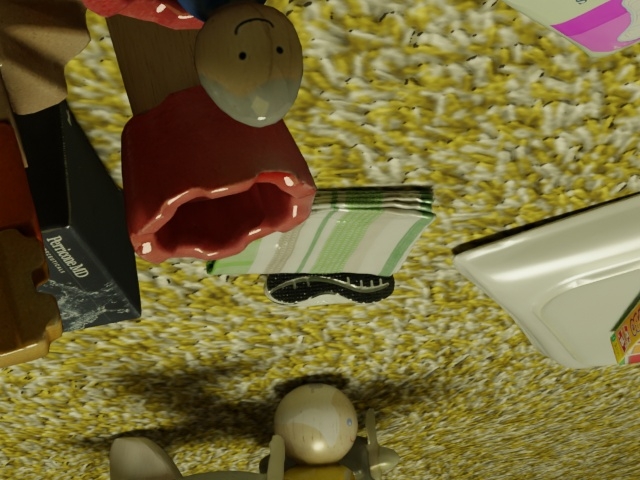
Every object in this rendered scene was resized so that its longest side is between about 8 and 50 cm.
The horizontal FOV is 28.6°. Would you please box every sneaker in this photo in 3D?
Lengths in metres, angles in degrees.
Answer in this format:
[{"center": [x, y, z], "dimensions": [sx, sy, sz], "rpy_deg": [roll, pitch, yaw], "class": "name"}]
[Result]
[{"center": [0.006, 0.033, 1.003], "dimensions": [0.109, 0.040, 0.044], "rpy_deg": [1, 171, -15], "class": "sneaker"}]

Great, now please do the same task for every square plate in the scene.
[{"center": [0.328, 0.033, 1.102], "dimensions": [0.347, 0.049, 0.344], "rpy_deg": [-18, 156, 18], "class": "square plate"}]

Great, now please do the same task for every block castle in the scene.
[{"center": [-0.224, -0.037, 0.439], "dimensions": [0.453, 0.213, 0.303], "rpy_deg": [-15, 161, -9], "class": "block castle"}]

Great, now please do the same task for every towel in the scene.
[{"center": [0.000, 0.000, 0.923], "dimensions": [0.152, 0.023, 0.113], "rpy_deg": [-1, 150, -18], "class": "towel"}]

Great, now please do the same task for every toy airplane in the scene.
[{"center": [-0.052, 0.270, 1.298], "dimensions": [0.384, 0.272, 0.386], "rpy_deg": [15, -175, -25], "class": "toy airplane"}]

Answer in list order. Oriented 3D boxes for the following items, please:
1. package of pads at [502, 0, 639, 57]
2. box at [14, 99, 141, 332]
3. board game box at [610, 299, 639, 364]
[{"center": [0.155, -0.194, 0.454], "dimensions": [0.296, 0.101, 0.229], "rpy_deg": [-27, 151, 34], "class": "package of pads"}, {"center": [-0.207, -0.003, 0.762], "dimensions": [0.158, 0.093, 0.156], "rpy_deg": [-12, 156, 3], "class": "box"}, {"center": [0.393, 0.059, 1.086], "dimensions": [0.259, 0.039, 0.124], "rpy_deg": [-10, 157, -7], "class": "board game box"}]
